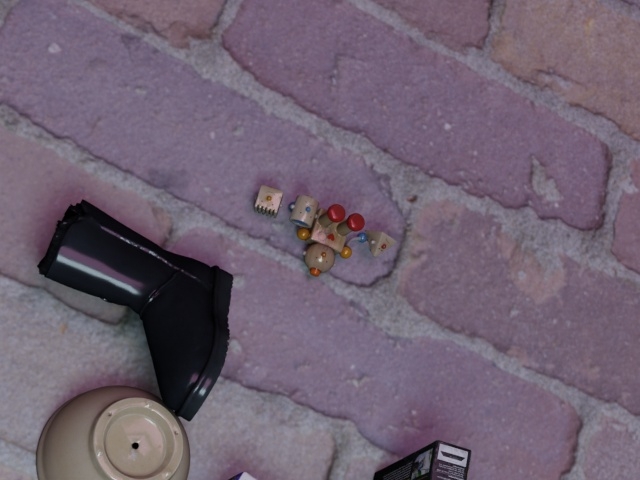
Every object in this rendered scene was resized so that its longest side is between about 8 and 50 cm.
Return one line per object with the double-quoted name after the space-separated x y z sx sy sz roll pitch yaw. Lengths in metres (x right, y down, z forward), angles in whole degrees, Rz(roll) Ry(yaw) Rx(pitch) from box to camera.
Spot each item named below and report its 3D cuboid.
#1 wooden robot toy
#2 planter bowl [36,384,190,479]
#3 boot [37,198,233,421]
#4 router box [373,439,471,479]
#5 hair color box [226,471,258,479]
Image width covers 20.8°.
0.000 0.000 2.005 0.173 0.076 0.079 23 75 -15 "wooden robot toy"
-0.203 0.221 1.811 0.162 0.109 0.162 8 69 -22 "planter bowl"
-0.202 0.069 1.836 0.207 0.094 0.246 25 30 -14 "boot"
0.098 0.300 1.875 0.046 0.179 0.133 19 66 -14 "router box"
-0.009 0.419 1.829 0.339 0.110 0.185 36 62 -6 "hair color box"
